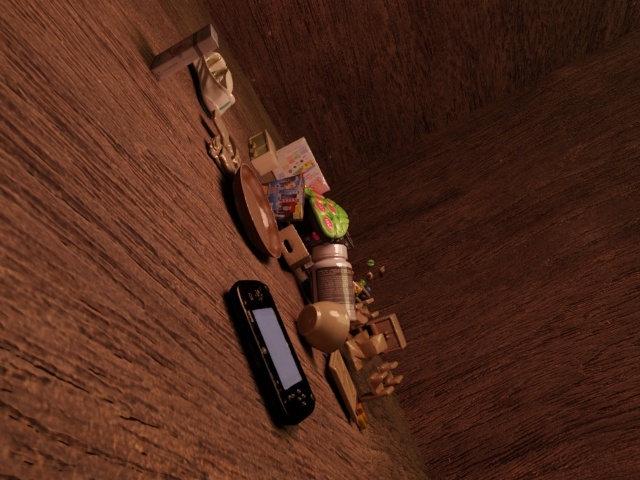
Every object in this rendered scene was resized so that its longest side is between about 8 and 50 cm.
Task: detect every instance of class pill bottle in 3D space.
[{"bbox_3d":[0.043,0.166,1.724,0.161,0.161,0.284,47,38,-71],"label":"pill bottle"}]

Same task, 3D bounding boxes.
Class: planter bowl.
[{"bbox_3d":[-0.004,0.258,1.437,0.109,0.162,0.162,25,30,-35],"label":"planter bowl"}]

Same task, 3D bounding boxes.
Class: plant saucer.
[{"bbox_3d":[-0.201,-0.085,1.444,0.310,0.050,0.311,-18,90,-83],"label":"plant saucer"}]

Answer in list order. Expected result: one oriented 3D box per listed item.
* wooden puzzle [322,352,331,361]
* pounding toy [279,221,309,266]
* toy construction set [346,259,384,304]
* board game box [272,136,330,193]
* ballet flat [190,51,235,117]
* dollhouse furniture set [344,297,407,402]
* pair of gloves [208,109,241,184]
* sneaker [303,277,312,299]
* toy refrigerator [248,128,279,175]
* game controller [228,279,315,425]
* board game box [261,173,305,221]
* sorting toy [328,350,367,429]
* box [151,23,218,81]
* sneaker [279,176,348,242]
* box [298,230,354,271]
[{"bbox_3d":[0.022,0.393,1.662,0.079,0.014,0.116,62,7,-20],"label":"wooden puzzle"},{"bbox_3d":[-0.118,0.017,1.714,0.181,0.094,0.206,60,-4,12],"label":"pounding toy"},{"bbox_3d":[0.157,0.179,2.198,0.237,0.308,0.258,79,-13,-71],"label":"toy construction set"},{"bbox_3d":[-0.123,-0.364,2.517,0.317,0.242,0.064,64,4,-8],"label":"board game box"},{"bbox_3d":[-0.395,-0.608,1.707,0.401,0.139,0.139,67,7,32],"label":"ballet flat"},{"bbox_3d":[0.176,0.457,2.000,0.394,0.256,0.363,-7,75,-63],"label":"dollhouse furniture set"},{"bbox_3d":[-0.311,-0.286,1.512,0.204,0.042,0.240,65,8,-49],"label":"pair of gloves"},{"bbox_3d":[0.048,0.236,1.951,0.125,0.139,0.341,65,5,30],"label":"sneaker"},{"bbox_3d":[-0.267,-0.412,2.136,0.094,0.102,0.270,60,8,-35],"label":"toy refrigerator"},{"bbox_3d":[-0.103,0.233,1.000,0.320,0.067,0.166,65,6,12],"label":"game controller"},{"bbox_3d":[-0.158,-0.149,1.721,0.060,0.193,0.194,76,14,-62],"label":"board game box"},{"bbox_3d":[0.090,0.528,1.609,0.229,0.041,0.308,-77,145,-80],"label":"sorting toy"},{"bbox_3d":[-0.368,-0.514,1.264,0.038,0.186,0.145,56,9,-37],"label":"box"},{"bbox_3d":[-0.048,-0.092,1.855,0.185,0.202,0.483,18,14,-32],"label":"sneaker"},{"bbox_3d":[0.000,0.000,2.001,0.164,0.247,0.142,63,7,-15],"label":"box"}]
